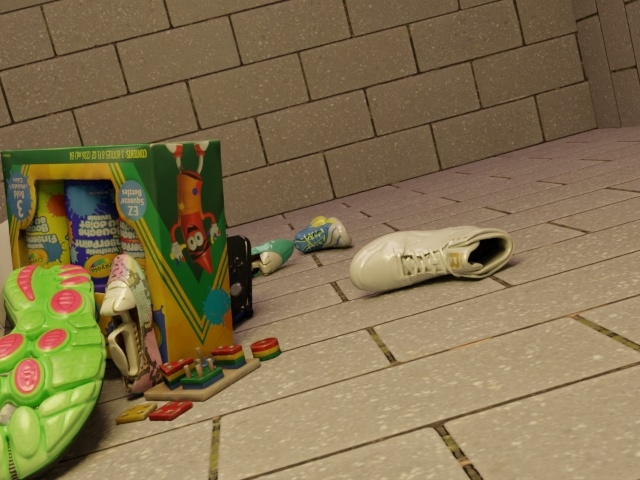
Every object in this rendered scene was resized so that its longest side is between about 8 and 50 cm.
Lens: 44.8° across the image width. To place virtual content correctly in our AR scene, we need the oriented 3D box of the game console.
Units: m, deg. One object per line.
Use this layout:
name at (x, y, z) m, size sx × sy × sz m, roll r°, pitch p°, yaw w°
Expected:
game console at (-0.301, 0.115, 1.566) m, size 0.293 × 0.250 × 0.173 m, roll -10°, pitch -17°, yaw 26°

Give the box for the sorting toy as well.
sorting toy at (-0.191, 0.200, 1.185) m, size 0.132 × 0.046 × 0.275 m, roll -9°, pitch 11°, yaw 38°

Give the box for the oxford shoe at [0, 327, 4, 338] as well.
oxford shoe at (-0.721, 0.241, 1.623) m, size 0.169 × 0.130 × 0.449 m, roll -51°, pitch 9°, yaw -22°

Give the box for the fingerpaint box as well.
fingerpaint box at (-0.378, 0.012, 1.400) m, size 0.445 × 0.370 × 0.163 m, roll 4°, pitch 11°, yaw 38°

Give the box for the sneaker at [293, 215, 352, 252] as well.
sneaker at (0.000, 0.000, 2.143) m, size 0.126 × 0.091 × 0.240 m, roll -35°, pitch 13°, yaw -10°

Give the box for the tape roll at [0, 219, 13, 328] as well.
tape roll at (-0.601, 0.079, 1.692) m, size 0.246 × 0.246 × 0.169 m, roll -19°, pitch 42°, yaw -28°

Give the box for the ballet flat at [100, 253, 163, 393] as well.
ballet flat at (-0.301, 0.132, 1.211) m, size 0.077 × 0.221 × 0.079 m, roll -12°, pitch 0°, yaw 33°

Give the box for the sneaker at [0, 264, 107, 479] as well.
sneaker at (-0.398, 0.202, 1.144) m, size 0.185 × 0.202 × 0.482 m, roll -3°, pitch 23°, yaw -9°

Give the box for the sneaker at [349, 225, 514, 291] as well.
sneaker at (0.207, 0.028, 1.427) m, size 0.293 × 0.108 × 0.169 m, roll -15°, pitch 5°, yaw -13°

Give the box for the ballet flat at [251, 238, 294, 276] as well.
ballet flat at (-0.175, 0.067, 2.006) m, size 0.248 × 0.083 × 0.087 m, roll -16°, pitch 33°, yaw -11°
